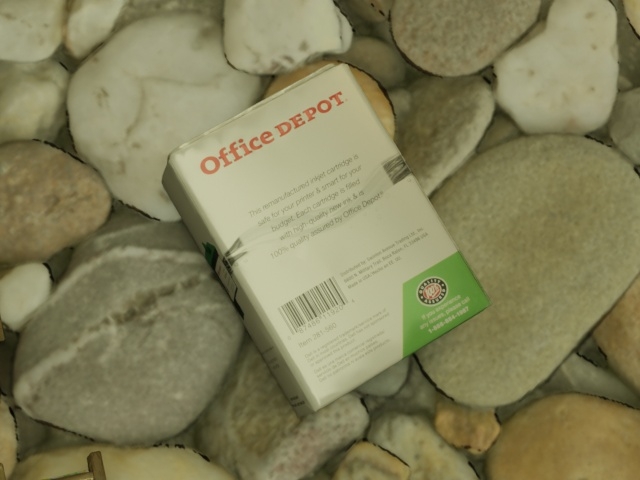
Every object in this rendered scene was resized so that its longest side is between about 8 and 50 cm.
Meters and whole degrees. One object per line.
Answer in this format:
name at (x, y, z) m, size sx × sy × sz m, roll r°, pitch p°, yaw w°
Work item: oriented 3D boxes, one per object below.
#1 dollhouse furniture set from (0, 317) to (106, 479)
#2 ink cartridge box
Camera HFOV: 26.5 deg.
dollhouse furniture set at (-0.260, 0.173, 0.961) m, size 0.212 × 0.161 × 0.242 m, roll -10°, pitch 104°, yaw -12°
ink cartridge box at (0.000, 0.000, 1.038) m, size 0.160 × 0.092 × 0.219 m, roll -29°, pitch 86°, yaw -14°
